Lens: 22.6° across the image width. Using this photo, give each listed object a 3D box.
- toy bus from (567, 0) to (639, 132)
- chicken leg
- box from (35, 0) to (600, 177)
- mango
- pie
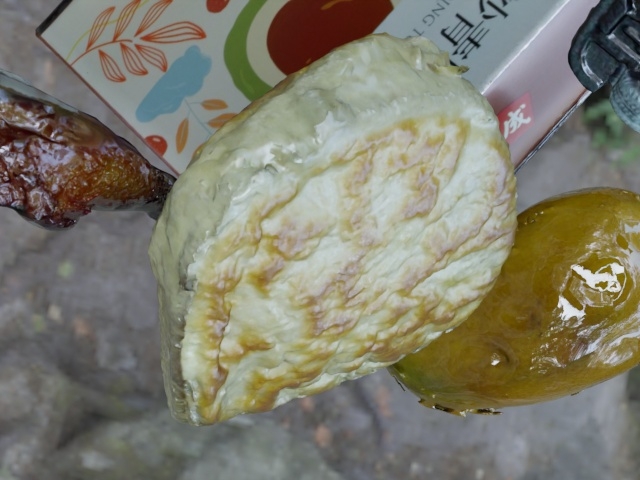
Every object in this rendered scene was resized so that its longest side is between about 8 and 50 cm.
[{"bbox_3d":[0.198,-0.050,0.615,0.089,0.194,0.087,-37,163,-50],"label":"toy bus"},{"bbox_3d":[-0.127,-0.040,0.696,0.205,0.093,0.053,28,91,-25],"label":"chicken leg"},{"bbox_3d":[0.007,-0.175,1.307,0.344,0.385,0.122,-48,146,2],"label":"box"},{"bbox_3d":[0.164,0.052,1.226,0.156,0.248,0.151,59,20,-24],"label":"mango"},{"bbox_3d":[0.000,0.000,0.711,0.179,0.084,0.205,-25,143,-21],"label":"pie"}]
